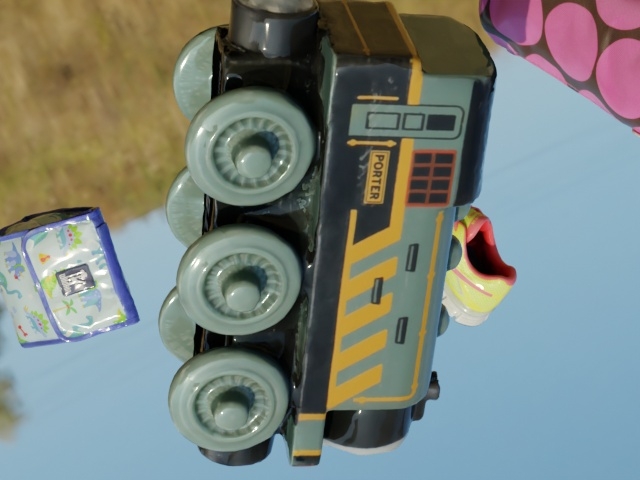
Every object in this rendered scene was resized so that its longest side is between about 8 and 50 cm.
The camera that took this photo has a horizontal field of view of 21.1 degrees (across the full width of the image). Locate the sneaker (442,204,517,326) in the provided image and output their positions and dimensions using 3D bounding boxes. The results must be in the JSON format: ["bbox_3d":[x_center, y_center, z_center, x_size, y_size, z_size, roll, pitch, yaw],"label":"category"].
[{"bbox_3d":[0.135,-0.019,1.778,0.081,0.208,0.094,-32,175,-42],"label":"sneaker"}]

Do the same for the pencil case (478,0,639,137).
[{"bbox_3d":[0.195,-0.131,1.143,0.095,0.098,0.209,-12,-143,-35],"label":"pencil case"}]

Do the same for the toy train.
[{"bbox_3d":[0.000,0.000,1.081,0.190,0.334,0.142,1,-152,-10],"label":"toy train"}]

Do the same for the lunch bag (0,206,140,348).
[{"bbox_3d":[-0.261,0.036,1.769,0.151,0.129,0.096,-9,-163,37],"label":"lunch bag"}]
